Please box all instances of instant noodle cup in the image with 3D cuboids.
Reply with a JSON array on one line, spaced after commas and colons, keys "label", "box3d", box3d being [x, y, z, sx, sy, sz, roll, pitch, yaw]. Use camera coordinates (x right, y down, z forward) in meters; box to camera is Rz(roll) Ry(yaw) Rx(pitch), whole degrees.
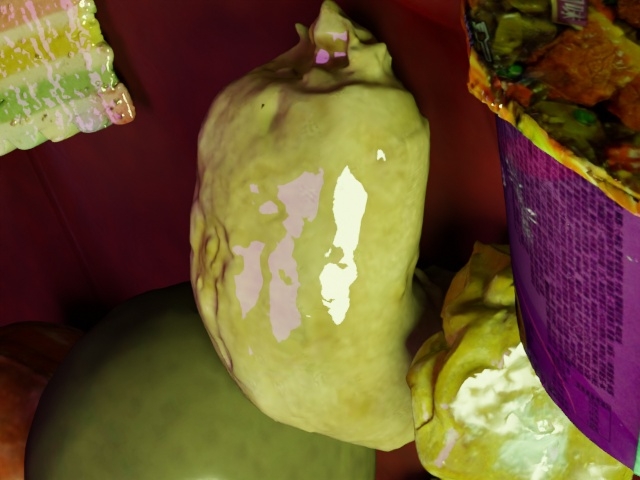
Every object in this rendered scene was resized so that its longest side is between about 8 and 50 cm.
[{"label": "instant noodle cup", "box3d": [0.175, -0.028, 0.609, 0.251, 0.251, 0.190, 34, 150, 27]}]

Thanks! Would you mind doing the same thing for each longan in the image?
[{"label": "longan", "box3d": [-0.076, 0.148, 1.040, 0.248, 0.248, 0.248, 31, 140, 30]}]

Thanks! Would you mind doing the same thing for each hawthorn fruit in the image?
[{"label": "hawthorn fruit", "box3d": [-0.196, 0.196, 1.271, 0.271, 0.242, 0.242, 25, 141, 4]}]

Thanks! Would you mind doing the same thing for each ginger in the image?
[{"label": "ginger", "box3d": [0.000, 0.000, 0.919, 0.138, 0.152, 0.267, 22, 132, 50]}]

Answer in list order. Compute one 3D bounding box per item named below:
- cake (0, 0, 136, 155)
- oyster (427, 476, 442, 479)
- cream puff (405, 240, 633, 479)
[{"label": "cake", "box3d": [-0.230, -0.114, 1.141, 0.225, 0.090, 0.109, -4, 113, 51]}, {"label": "oyster", "box3d": [0.126, 0.265, 1.050, 0.259, 0.092, 0.198, 33, 137, 32]}, {"label": "cream puff", "box3d": [0.111, 0.075, 0.880, 0.116, 0.146, 0.146, -106, -1, -64]}]
